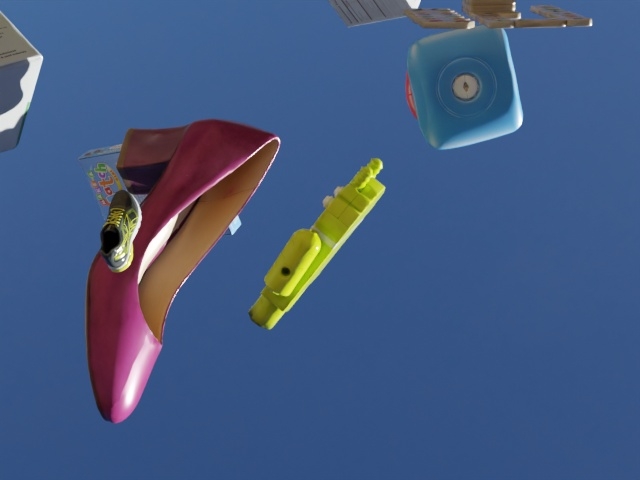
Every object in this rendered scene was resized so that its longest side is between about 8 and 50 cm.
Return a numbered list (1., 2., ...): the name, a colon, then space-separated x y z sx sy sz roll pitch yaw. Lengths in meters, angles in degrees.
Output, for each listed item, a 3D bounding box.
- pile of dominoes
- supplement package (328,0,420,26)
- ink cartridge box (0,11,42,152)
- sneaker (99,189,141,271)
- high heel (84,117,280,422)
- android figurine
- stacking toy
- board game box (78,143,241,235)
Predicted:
1. pile of dominoes: 0.207 -0.289 1.470 0.196 0.040 0.251 -2 -165 -1
2. supplement package: 0.118 -0.532 2.535 0.179 0.105 0.105 -2 -126 39
3. ink cartridge box: -0.439 -0.221 1.440 0.087 0.153 0.208 -26 -117 -42
4. sneaker: -0.191 -0.013 1.148 0.031 0.035 0.083 -6 -115 12
5. high heel: -0.152 0.022 1.347 0.181 0.127 0.377 0 -115 10
6. android figurine: 0.000 0.000 1.681 0.273 0.056 0.248 -54 176 22
7. stacking toy: 0.202 -0.249 1.951 0.166 0.175 0.302 -14 -171 -4
8. board game box: -0.240 -0.073 1.791 0.212 0.160 0.039 -7 -154 27
